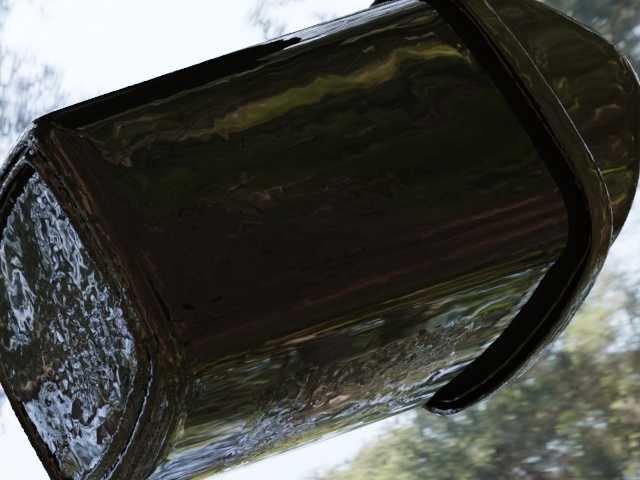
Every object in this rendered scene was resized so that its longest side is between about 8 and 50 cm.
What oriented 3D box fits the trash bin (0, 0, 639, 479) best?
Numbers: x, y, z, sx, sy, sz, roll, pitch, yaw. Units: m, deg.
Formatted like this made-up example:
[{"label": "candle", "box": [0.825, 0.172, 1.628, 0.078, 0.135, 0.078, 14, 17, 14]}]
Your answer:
[{"label": "trash bin", "box": [0.000, 0.000, 0.796, 0.290, 0.209, 0.182, -18, -111, -32]}]
